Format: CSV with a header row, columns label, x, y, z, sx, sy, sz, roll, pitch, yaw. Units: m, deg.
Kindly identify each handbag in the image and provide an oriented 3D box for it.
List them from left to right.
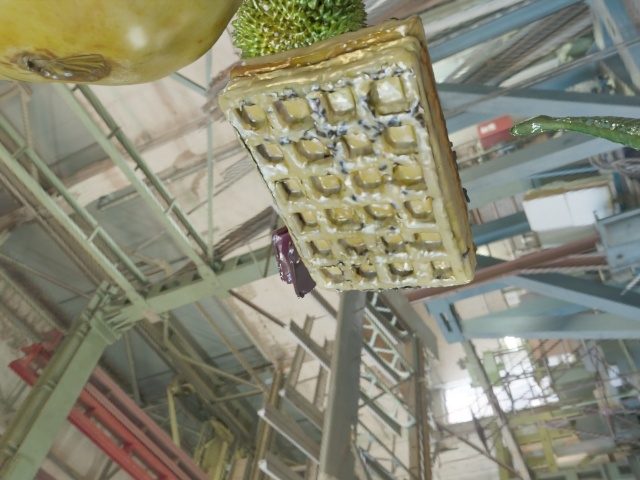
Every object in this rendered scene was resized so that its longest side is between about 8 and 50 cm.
label,x,y,z,sx,sy,sz,roll,pitch,yaw
handbag,-0.002,-0.001,1.155,0.074,0.216,0.203,38,157,26

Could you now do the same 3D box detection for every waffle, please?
label,x,y,z,sx,sy,sz,roll,pitch,yaw
waffle,0.052,-0.086,0.727,0.114,0.261,0.376,-72,-33,-40

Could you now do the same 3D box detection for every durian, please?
label,x,y,z,sx,sy,sz,roll,pitch,yaw
durian,-0.043,-0.403,1.050,0.291,0.291,0.224,-21,-60,-71

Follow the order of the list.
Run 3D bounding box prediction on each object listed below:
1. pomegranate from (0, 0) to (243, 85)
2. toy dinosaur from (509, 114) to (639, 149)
label,x,y,z,sx,sy,sz,roll,pitch,yaw
pomegranate,-0.209,-0.278,0.413,0.332,0.333,0.332,54,-154,-41
toy dinosaur,0.337,-0.065,0.332,0.301,0.447,0.087,-35,-59,-59
